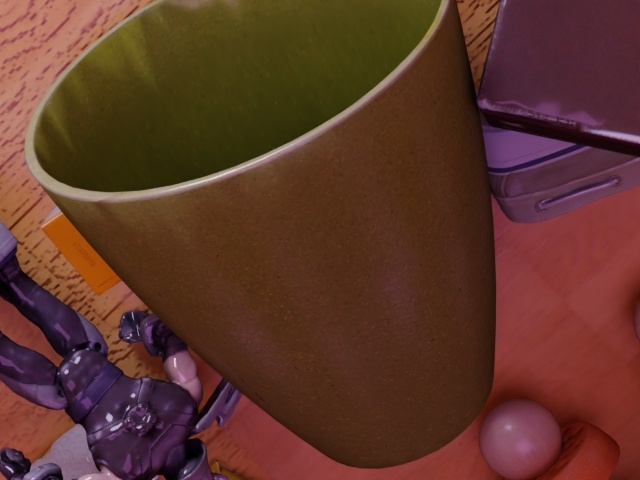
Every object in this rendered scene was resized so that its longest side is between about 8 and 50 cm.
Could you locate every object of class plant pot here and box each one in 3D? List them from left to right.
[{"bbox_3d":[0.000,0.000,0.975,0.275,0.274,0.293,-23,122,4],"label":"plant pot"}]

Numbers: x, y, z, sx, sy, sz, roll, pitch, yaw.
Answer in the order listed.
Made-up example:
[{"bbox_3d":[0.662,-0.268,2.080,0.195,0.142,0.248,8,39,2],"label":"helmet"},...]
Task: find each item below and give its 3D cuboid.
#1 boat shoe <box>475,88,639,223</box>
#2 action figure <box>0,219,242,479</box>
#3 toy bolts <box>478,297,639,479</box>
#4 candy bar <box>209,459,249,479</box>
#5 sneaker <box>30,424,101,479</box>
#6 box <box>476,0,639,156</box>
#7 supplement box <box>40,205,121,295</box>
[{"bbox_3d":[0.247,-0.102,1.033,0.302,0.109,0.094,-18,127,8],"label":"boat shoe"},{"bbox_3d":[-0.171,0.088,1.030,0.285,0.099,0.185,44,56,-10],"label":"action figure"},{"bbox_3d":[0.237,0.139,1.051,0.228,0.218,0.158,-41,98,-10],"label":"toy bolts"},{"bbox_3d":[-0.019,0.211,1.139,0.161,0.018,0.040,25,106,-10],"label":"candy bar"},{"bbox_3d":[-0.181,0.241,1.119,0.240,0.091,0.126,-54,136,-2],"label":"sneaker"},{"bbox_3d":[0.230,-0.237,0.901,0.191,0.143,0.381,14,90,9],"label":"box"},{"bbox_3d":[-0.144,-0.014,1.024,0.036,0.098,0.062,-33,107,21],"label":"supplement box"}]
